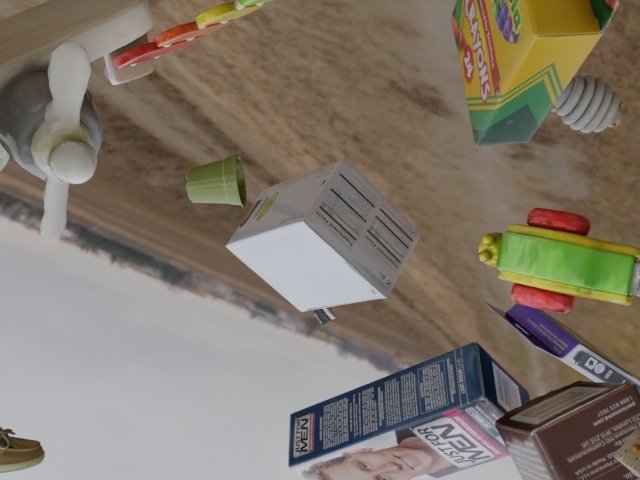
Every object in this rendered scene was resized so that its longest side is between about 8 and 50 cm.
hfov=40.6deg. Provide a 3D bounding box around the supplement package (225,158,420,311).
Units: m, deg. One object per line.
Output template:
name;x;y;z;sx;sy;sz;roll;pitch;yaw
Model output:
supplement package;0.000;0.000;1.521;0.204;0.145;0.262;42;150;-21

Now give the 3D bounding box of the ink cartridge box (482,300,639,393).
ink cartridge box;0.372;0.157;1.323;0.208;0.045;0.206;30;-173;-17

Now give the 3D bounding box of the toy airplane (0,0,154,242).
toy airplane;-0.322;-0.028;0.502;0.386;0.384;0.272;-14;114;25

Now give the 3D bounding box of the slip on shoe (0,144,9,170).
slip on shoe;-0.441;-0.061;0.838;0.331;0.101;0.123;-27;151;16

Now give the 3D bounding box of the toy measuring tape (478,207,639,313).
toy measuring tape;0.294;0.032;0.906;0.330;0.121;0.121;13;170;46

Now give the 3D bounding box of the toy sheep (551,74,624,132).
toy sheep;0.385;-0.201;1.268;0.132;0.091;0.091;19;175;-7

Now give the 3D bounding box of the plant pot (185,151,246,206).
plant pot;-0.157;-0.086;1.292;0.079;0.083;0.083;-8;171;4

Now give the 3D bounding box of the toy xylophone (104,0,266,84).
toy xylophone;-0.127;-0.273;0.983;0.323;0.081;0.236;-19;-166;27

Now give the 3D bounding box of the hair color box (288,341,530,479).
hair color box;0.137;0.295;1.347;0.347;0.105;0.174;-26;131;27

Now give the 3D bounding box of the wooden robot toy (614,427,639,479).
wooden robot toy;0.236;0.187;0.537;0.076;0.079;0.173;41;180;-34

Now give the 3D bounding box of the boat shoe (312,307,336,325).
boat shoe;-0.019;0.126;1.842;0.125;0.038;0.046;51;-171;3

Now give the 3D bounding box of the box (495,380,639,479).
box;0.364;0.359;1.003;0.191;0.143;0.381;100;146;-82

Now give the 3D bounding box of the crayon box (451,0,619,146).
crayon box;0.239;-0.270;1.027;0.081;0.202;0.318;-5;160;-6

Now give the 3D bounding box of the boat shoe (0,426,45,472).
boat shoe;-0.365;0.208;0.901;0.153;0.048;0.056;8;-177;-11
